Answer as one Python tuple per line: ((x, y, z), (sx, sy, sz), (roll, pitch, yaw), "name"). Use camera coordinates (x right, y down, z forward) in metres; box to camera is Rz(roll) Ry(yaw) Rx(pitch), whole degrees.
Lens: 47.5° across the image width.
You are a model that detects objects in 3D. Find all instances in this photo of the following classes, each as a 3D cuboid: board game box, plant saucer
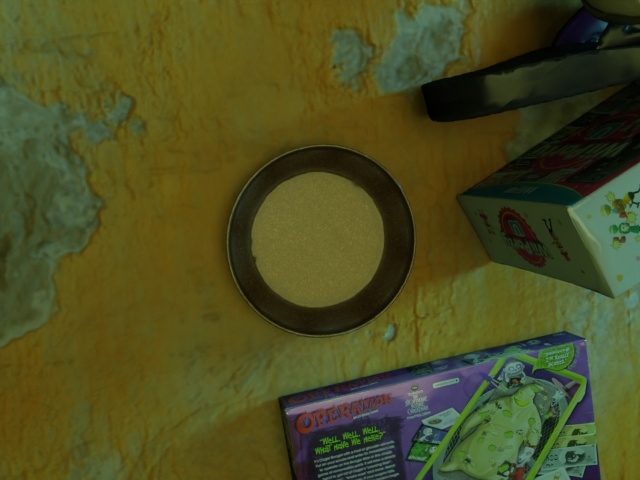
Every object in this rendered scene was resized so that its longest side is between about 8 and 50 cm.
((0.140, 0.237, 0.802), (0.347, 0.056, 0.208), (-10, 102, -12), "board game box")
((0.000, 0.000, 0.752), (0.199, 0.036, 0.198), (-1, 96, -13), "plant saucer")
((0.323, -0.078, 0.721), (0.303, 0.224, 0.097), (-33, 103, -8), "board game box")

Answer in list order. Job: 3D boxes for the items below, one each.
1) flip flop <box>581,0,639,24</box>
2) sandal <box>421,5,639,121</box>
((0.273, -0.315, 0.692), (0.112, 0.080, 0.277), (-8, 53, 13), "flip flop")
((0.315, -0.221, 0.733), (0.446, 0.167, 0.107), (-16, 103, -10), "sandal")
